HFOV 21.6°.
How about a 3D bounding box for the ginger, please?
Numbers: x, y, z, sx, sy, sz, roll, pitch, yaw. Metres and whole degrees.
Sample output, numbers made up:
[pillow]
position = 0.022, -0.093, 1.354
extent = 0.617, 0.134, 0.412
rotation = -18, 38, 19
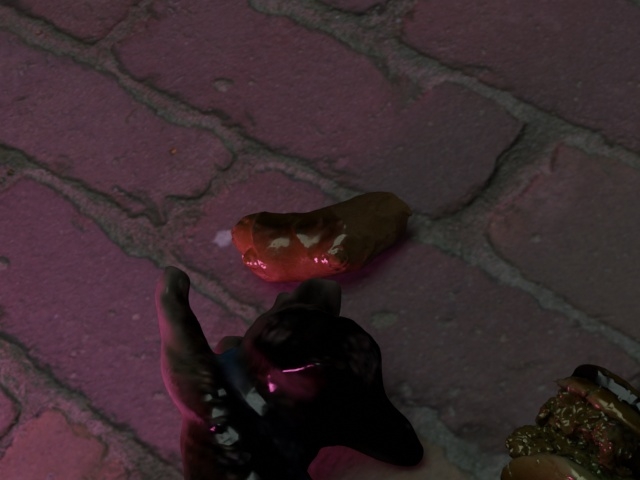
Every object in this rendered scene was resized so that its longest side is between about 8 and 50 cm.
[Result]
[ginger]
position = 0.000, -0.002, 1.680
extent = 0.190, 0.069, 0.095
rotation = -8, 56, 15

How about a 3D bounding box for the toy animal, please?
[toy animal]
position = -0.034, 0.185, 1.475
extent = 0.303, 0.194, 0.344
rotation = 2, 58, 31

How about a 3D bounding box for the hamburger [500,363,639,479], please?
[hamburger]
position = 0.229, 0.193, 1.367
extent = 0.159, 0.185, 0.131
rotation = 35, 68, 22
